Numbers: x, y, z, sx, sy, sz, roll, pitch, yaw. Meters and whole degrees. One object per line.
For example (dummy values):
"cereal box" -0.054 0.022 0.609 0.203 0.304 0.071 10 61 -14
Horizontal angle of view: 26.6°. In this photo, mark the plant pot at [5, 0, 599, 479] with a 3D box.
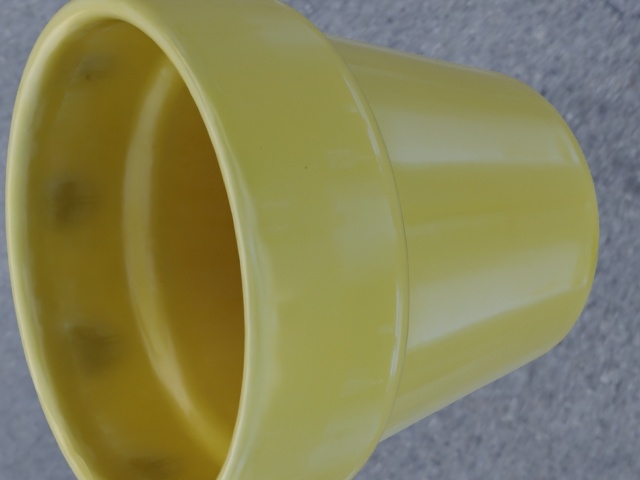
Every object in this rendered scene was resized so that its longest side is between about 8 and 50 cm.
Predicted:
"plant pot" 0.000 0.000 0.680 0.254 0.239 0.254 17 111 54
